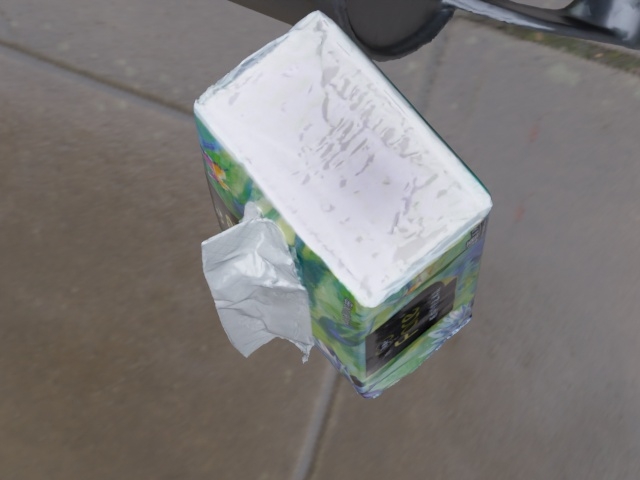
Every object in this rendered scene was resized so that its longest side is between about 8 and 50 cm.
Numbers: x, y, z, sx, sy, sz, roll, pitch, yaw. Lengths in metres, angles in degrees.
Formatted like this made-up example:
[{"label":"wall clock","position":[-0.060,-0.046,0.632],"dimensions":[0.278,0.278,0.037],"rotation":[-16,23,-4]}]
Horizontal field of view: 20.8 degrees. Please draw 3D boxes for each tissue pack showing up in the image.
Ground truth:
[{"label":"tissue pack","position":[-0.001,0.000,0.552],"dimensions":[0.079,0.111,0.085],"rotation":[-38,74,-11]}]

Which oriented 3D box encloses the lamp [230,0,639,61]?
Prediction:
[{"label":"lamp","position":[-0.026,-0.215,0.798],"dimensions":[0.272,0.374,0.205],"rotation":[33,113,38]}]
